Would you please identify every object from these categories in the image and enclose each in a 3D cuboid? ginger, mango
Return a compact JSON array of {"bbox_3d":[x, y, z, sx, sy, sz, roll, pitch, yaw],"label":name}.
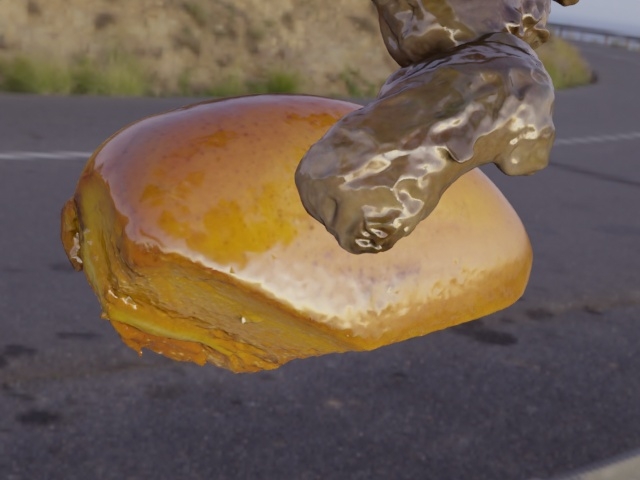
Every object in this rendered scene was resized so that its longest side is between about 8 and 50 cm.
[{"bbox_3d":[0.073,-0.102,0.568,0.122,0.084,0.290,36,46,-11],"label":"ginger"},{"bbox_3d":[0.000,0.000,0.770,0.350,0.199,0.201,-1,23,-20],"label":"mango"}]
